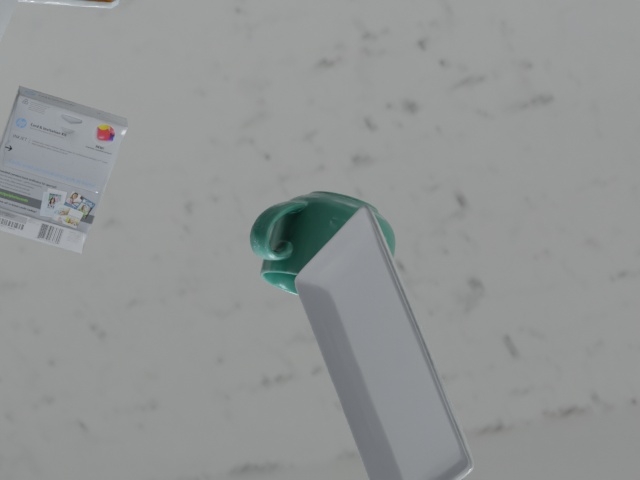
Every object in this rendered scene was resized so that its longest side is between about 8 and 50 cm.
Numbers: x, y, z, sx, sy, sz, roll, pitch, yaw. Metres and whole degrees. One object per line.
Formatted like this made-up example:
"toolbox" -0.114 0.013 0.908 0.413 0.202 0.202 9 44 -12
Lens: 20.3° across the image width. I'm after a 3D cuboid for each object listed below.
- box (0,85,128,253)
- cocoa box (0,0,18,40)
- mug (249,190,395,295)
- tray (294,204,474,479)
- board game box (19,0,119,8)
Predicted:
"box" -0.343 -0.088 2.277 0.038 0.145 0.186 -107 -144 -63
"cocoa box" -0.487 -0.189 1.771 0.231 0.228 0.347 16 -105 19
"mug" 0.009 0.003 1.818 0.129 0.158 0.097 13 -102 13
"tray" 0.062 0.116 1.650 0.145 0.030 0.270 -46 -123 45
"board game box" -0.520 -0.494 2.744 0.390 0.050 0.390 2 -141 -18
